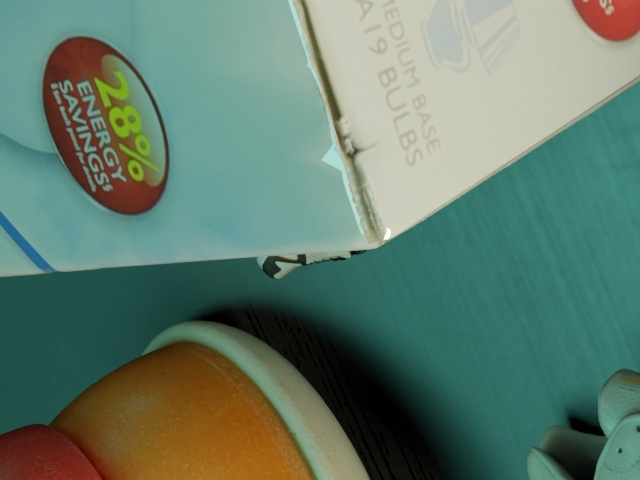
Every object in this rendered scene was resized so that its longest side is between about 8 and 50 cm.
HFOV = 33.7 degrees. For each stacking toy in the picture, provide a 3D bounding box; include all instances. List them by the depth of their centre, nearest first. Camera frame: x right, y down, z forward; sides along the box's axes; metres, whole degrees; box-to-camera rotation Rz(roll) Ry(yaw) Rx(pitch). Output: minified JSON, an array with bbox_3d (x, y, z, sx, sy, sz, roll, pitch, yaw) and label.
[{"bbox_3d":[-0.216,0.261,0.619,0.350,0.480,0.350,25,121,52],"label":"stacking toy"}]

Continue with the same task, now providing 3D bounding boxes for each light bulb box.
[{"bbox_3d":[-0.092,-0.184,0.463,0.361,0.225,0.358,-6,109,46],"label":"light bulb box"}]

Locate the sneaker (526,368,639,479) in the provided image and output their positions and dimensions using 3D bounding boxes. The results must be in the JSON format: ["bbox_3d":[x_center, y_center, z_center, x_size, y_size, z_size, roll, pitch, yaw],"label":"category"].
[{"bbox_3d":[0.187,0.101,0.471,0.121,0.099,0.262,57,137,7],"label":"sneaker"}]

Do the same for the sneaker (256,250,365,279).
[{"bbox_3d":[0.000,0.000,0.623,0.044,0.040,0.109,52,138,4],"label":"sneaker"}]
